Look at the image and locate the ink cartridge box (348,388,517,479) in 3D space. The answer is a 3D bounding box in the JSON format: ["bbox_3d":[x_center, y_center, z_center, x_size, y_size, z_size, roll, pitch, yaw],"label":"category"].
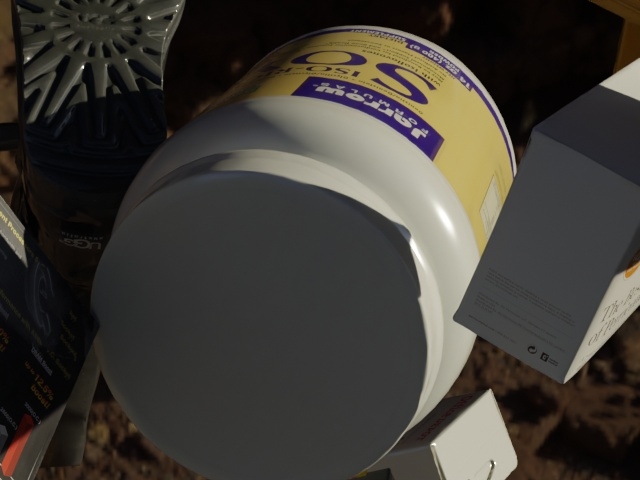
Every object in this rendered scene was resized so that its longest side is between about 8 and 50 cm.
[{"bbox_3d":[0.076,0.239,1.447,0.212,0.093,0.154,-15,8,34],"label":"ink cartridge box"}]

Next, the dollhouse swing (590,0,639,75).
[{"bbox_3d":[0.277,-0.201,1.377,0.304,0.347,0.315,13,81,4],"label":"dollhouse swing"}]

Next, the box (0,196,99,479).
[{"bbox_3d":[-0.247,0.026,0.656,0.076,0.307,0.242,-15,36,25],"label":"box"}]

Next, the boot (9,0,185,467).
[{"bbox_3d":[-0.228,-0.044,1.268,0.146,0.445,0.367,9,52,-9],"label":"boot"}]

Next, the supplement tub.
[{"bbox_3d":[0.000,0.000,0.940,0.241,0.241,0.331,12,22,9],"label":"supplement tub"}]

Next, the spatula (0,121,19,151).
[{"bbox_3d":[-0.289,-0.113,1.503,0.030,0.084,0.296,-28,-5,17],"label":"spatula"}]

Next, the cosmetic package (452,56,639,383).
[{"bbox_3d":[0.152,-0.030,0.642,0.060,0.099,0.239,29,33,20],"label":"cosmetic package"}]
